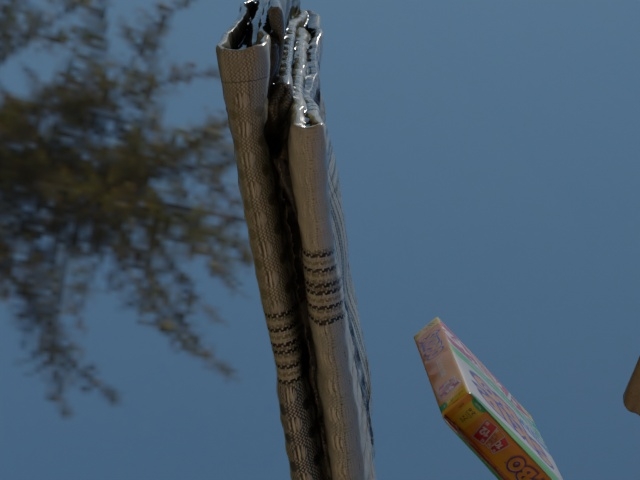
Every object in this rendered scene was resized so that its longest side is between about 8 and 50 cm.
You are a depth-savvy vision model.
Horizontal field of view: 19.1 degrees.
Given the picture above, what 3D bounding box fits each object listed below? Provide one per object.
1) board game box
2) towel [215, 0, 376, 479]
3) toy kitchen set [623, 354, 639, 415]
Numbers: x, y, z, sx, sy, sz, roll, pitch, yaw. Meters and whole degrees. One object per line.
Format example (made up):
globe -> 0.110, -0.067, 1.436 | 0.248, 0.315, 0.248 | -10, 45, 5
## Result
board game box -> 0.135, 0.143, 1.506 | 0.039, 0.259, 0.124 | -42, -80, 9
towel -> 0.000, 0.000, 1.160 | 0.056, 0.312, 0.324 | -9, -74, 6
toy kitchen set -> 0.184, 0.159, 0.793 | 0.207, 0.122, 0.166 | 98, -10, -53
